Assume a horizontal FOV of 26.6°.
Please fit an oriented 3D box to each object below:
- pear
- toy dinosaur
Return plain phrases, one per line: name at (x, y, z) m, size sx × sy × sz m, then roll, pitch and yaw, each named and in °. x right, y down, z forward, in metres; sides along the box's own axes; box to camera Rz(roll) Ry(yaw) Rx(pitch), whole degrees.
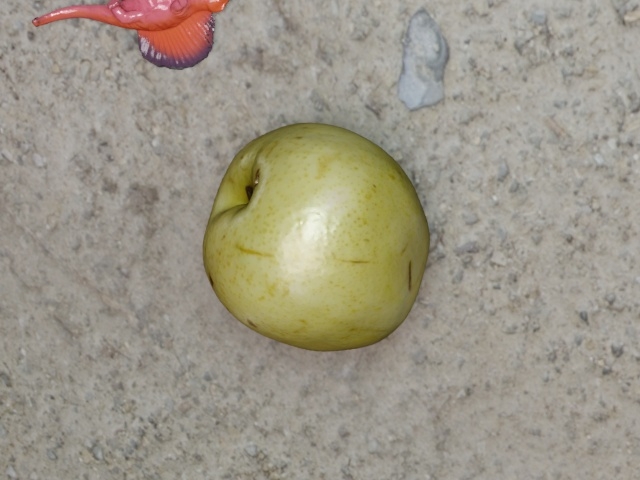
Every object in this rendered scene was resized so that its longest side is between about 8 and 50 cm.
pear at (0.000, 0.000, 1.788) m, size 0.309 × 0.309 × 0.309 m, roll 4°, pitch 109°, yaw 10°
toy dinosaur at (-0.243, -0.290, 1.873) m, size 0.286 × 0.070 × 0.139 m, roll -14°, pitch 127°, yaw 17°
